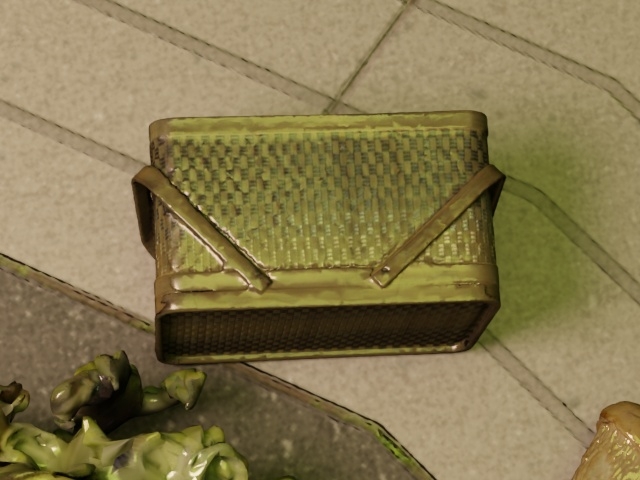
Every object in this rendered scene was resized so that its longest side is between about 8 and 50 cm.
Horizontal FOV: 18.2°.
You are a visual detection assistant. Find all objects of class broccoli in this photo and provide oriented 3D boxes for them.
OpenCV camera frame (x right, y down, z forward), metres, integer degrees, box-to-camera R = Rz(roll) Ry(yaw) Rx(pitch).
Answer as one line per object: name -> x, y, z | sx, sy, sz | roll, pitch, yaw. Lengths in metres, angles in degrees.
broccoli -> -0.165, 0.232, 1.332 | 0.334, 0.272, 0.324 | 27, 35, 11

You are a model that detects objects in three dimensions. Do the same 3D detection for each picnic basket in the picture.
picnic basket -> 0.000, 0.000, 1.429 | 0.266, 0.165, 0.139 | -2, 74, -5

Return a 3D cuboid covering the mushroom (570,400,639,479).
mushroom -> 0.162, 0.278, 1.401 | 0.122, 0.095, 0.351 | 34, 76, -13
